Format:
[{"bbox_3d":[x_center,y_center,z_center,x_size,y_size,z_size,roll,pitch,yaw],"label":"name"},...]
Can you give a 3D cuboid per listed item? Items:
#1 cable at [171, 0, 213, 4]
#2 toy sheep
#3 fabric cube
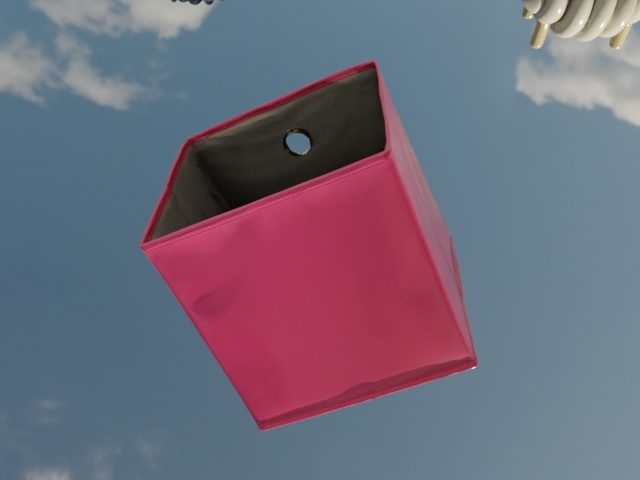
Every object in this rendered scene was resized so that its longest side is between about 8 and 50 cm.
[{"bbox_3d":[-0.103,-0.253,0.578,0.150,0.184,0.047,41,-117,17],"label":"cable"},{"bbox_3d":[0.183,-0.180,0.539,0.132,0.091,0.091,-4,-137,-6],"label":"toy sheep"},{"bbox_3d":[0.000,0.000,0.842,0.254,0.258,0.259,-21,-151,14],"label":"fabric cube"}]
